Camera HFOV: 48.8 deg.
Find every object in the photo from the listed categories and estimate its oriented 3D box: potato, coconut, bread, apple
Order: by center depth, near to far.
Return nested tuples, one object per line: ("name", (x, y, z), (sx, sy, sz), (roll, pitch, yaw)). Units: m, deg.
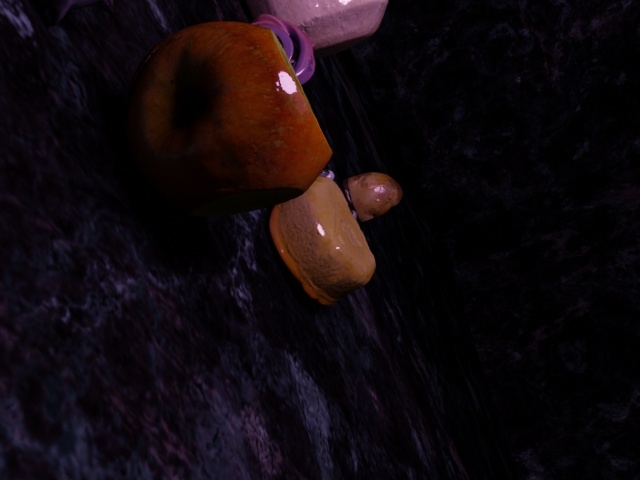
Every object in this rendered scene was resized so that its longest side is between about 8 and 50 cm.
("apple", (-0.066, -0.096, 0.558), (0.147, 0.163, 0.146), (5, 70, -59))
("bread", (-0.005, -0.002, 0.842), (0.125, 0.086, 0.156), (3, 61, -65))
("coconut", (-0.019, -0.445, 1.191), (0.237, 0.237, 0.266), (-67, 138, -72))
("potato", (0.105, -0.102, 1.405), (0.066, 0.103, 0.096), (49, 21, -61))

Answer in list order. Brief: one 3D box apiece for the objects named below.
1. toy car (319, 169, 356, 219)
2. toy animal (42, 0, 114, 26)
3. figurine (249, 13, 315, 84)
("toy car", (0.015, -0.019, 1.003), (0.205, 0.056, 0.095), (-91, 155, -50))
("toy animal", (-0.210, -0.262, 0.496), (0.121, 0.117, 0.210), (-21, 118, -42))
("figurine", (-0.074, -0.217, 0.912), (0.157, 0.114, 0.126), (147, -44, -75))
